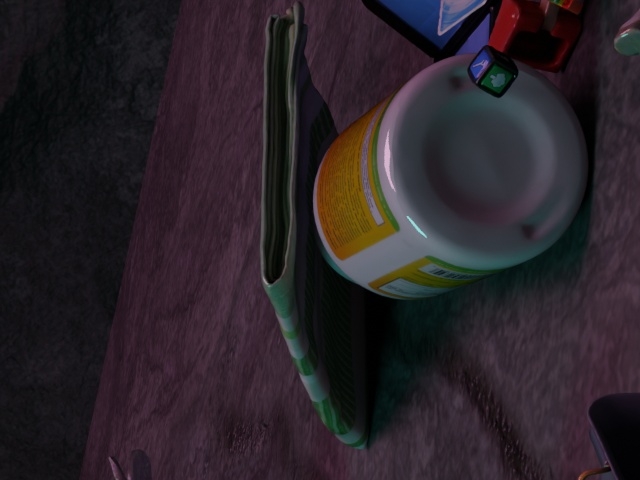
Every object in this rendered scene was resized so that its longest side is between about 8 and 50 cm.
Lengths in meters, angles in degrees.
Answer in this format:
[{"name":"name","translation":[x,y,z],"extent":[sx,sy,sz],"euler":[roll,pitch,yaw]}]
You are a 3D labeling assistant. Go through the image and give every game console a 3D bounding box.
[{"name":"game console","translation":[0.084,-0.147,1.443],"extent":[0.144,0.085,0.124],"euler":[130,146,-66]}]

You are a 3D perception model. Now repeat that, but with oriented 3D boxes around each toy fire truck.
[{"name":"toy fire truck","translation":[0.153,-0.223,1.289],"extent":[0.135,0.047,0.192],"euler":[-106,30,-56]}]

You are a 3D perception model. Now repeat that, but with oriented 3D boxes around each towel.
[{"name":"towel","translation":[0.000,0.000,1.538],"extent":[0.325,0.038,0.248],"euler":[72,-163,-60]}]

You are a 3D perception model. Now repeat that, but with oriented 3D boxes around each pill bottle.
[{"name":"pill bottle","translation":[0.073,-0.033,1.312],"extent":[0.246,0.136,0.136],"euler":[150,127,-73]}]

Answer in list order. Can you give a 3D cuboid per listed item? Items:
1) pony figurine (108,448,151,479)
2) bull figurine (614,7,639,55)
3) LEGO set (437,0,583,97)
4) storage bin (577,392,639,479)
[{"name":"pony figurine","translation":[0.112,0.211,0.708],"extent":[0.303,0.351,0.363],"euler":[16,-98,-62]},{"name":"bull figurine","translation":[0.145,-0.205,0.898],"extent":[0.101,0.310,0.188],"euler":[-13,63,33]},{"name":"LEGO set","translation":[0.148,-0.203,1.194],"extent":[0.182,0.060,0.244],"euler":[-33,39,47]},{"name":"storage bin","translation":[0.169,0.146,0.928],"extent":[0.135,0.098,0.091],"euler":[-107,18,-61]}]
